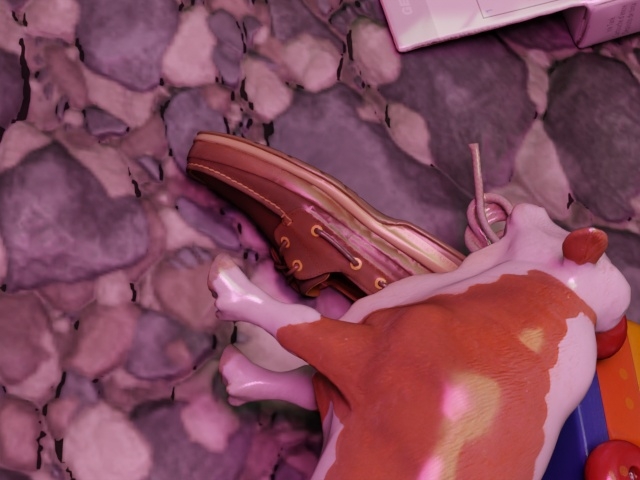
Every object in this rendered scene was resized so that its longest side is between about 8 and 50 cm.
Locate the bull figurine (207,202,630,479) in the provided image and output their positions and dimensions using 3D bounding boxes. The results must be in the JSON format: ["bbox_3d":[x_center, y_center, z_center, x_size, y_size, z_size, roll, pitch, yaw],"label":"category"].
[{"bbox_3d":[0.028,0.106,0.684,0.188,0.101,0.310,12,69,14],"label":"bull figurine"}]

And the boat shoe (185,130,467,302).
[{"bbox_3d":[0.000,0.000,0.802,0.178,0.064,0.060,30,82,3],"label":"boat shoe"}]

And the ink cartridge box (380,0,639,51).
[{"bbox_3d":[0.135,-0.270,1.005,0.261,0.066,0.296,-16,69,-3],"label":"ink cartridge box"}]

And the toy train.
[{"bbox_3d":[0.161,0.063,0.825,0.143,0.105,0.248,11,60,-31],"label":"toy train"}]
